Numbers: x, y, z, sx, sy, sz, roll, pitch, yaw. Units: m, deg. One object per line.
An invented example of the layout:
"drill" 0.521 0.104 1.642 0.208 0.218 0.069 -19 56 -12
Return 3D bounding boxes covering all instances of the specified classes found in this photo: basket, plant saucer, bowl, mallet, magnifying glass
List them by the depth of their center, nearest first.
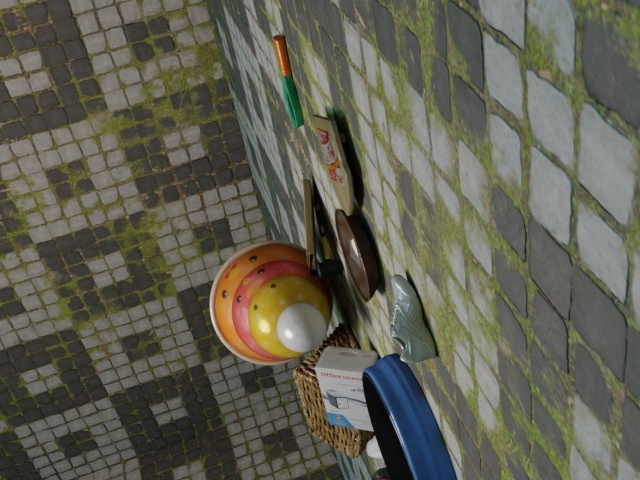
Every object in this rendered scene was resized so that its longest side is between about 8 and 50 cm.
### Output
"plant saucer" 0.077 0.026 1.654 0.198 0.036 0.198 161 90 -83
"bowl" 0.182 0.430 1.704 0.391 0.077 0.391 162 90 -83
"magnifying glass" -0.075 -0.359 1.876 0.092 0.026 0.231 -117 12 -47
"mallet" 0.000 0.000 2.033 0.039 0.062 0.189 131 121 -80
"basket" 0.090 0.413 2.247 0.213 0.223 0.299 22 140 35

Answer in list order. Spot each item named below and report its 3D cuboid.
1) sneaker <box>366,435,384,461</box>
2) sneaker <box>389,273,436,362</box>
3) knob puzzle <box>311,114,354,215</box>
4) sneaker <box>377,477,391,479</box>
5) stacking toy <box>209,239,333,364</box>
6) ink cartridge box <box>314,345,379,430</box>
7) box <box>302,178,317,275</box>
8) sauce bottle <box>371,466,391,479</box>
"sneaker" 0.164 0.490 2.031 0.212 0.080 0.094 149 115 -75
"sneaker" 0.140 0.130 1.366 0.053 0.061 0.152 99 153 -77
"knob puzzle" 0.038 -0.142 1.562 0.213 0.030 0.213 162 90 -81
"sneaker" 0.139 0.559 1.775 0.075 0.063 0.170 51 164 52
"stacking toy" -0.080 0.183 2.104 0.480 0.351 0.350 -170 62 -74
"ink cartridge box" 0.078 0.356 1.976 0.082 0.140 0.190 -56 -40 -47
"box" -0.025 -0.029 2.065 0.164 0.021 0.201 82 -176 -68
"sauce bottle" 0.197 0.641 1.963 0.344 0.111 0.111 -135 28 -75
